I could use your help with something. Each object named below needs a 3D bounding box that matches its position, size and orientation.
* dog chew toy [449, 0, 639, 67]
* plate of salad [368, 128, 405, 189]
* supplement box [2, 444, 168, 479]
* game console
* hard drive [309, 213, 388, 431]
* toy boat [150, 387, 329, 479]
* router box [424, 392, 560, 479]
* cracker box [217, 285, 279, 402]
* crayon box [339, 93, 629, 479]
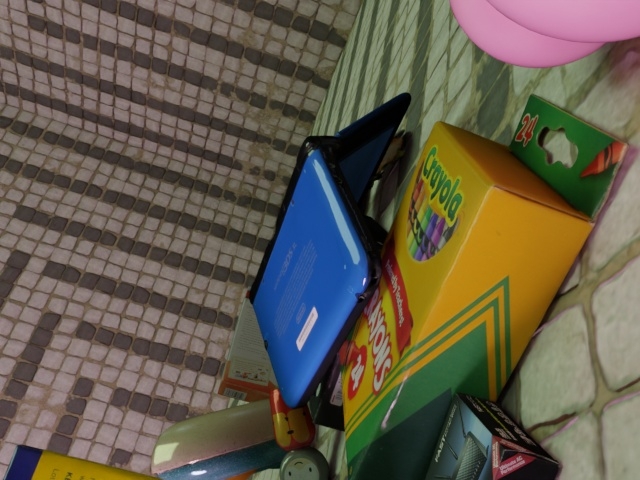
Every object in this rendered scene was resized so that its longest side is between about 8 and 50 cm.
[{"bbox_3d":[0.157,-0.201,0.322,0.332,0.206,0.207,105,-179,-78],"label":"dog chew toy"},{"bbox_3d":[0.070,-0.106,1.033,0.200,0.048,0.200,-43,-2,-2],"label":"plate of salad"},{"bbox_3d":[-0.165,0.366,0.649,0.195,0.356,0.194,123,164,-58],"label":"supplement box"},{"bbox_3d":[0.033,0.014,0.735,0.293,0.173,0.250,114,143,-47],"label":"game console"},{"bbox_3d":[0.040,0.092,0.911,0.339,0.064,0.237,-118,47,-78],"label":"hard drive"},{"bbox_3d":[-0.102,0.317,0.941,0.318,0.267,0.148,-34,67,49],"label":"toy boat"},{"bbox_3d":[0.099,0.174,0.411,0.092,0.038,0.123,-132,60,-82],"label":"router box"},{"bbox_3d":[-0.106,0.222,1.296,0.067,0.155,0.232,116,169,-49],"label":"cracker box"},{"bbox_3d":[0.106,0.031,0.528,0.202,0.081,0.319,-92,21,-68],"label":"crayon box"}]
